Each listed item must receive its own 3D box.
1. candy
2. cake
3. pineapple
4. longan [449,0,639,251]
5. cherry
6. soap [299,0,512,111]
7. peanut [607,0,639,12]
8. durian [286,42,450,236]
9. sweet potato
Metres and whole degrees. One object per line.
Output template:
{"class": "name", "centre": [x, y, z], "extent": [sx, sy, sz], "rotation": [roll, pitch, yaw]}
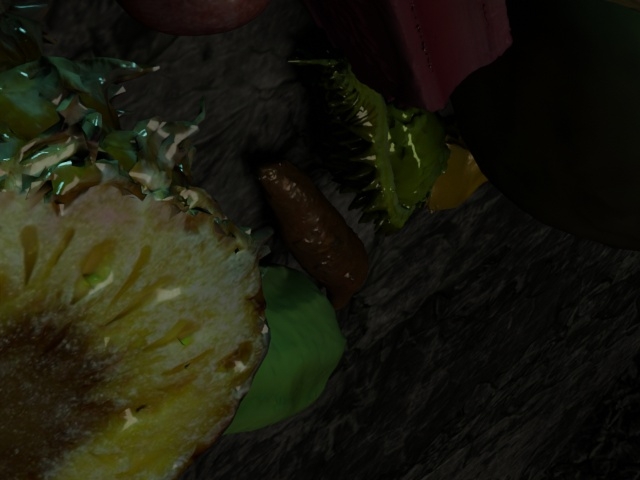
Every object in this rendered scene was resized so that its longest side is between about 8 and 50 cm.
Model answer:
{"class": "candy", "centre": [-0.108, 0.091, 1.035], "extent": [0.343, 0.142, 0.132], "rotation": [0, 113, -58]}
{"class": "cake", "centre": [0.169, -0.080, 1.302], "extent": [0.185, 0.080, 0.116], "rotation": [-24, 142, -48]}
{"class": "pineapple", "centre": [-0.219, 0.011, 0.575], "extent": [0.352, 0.300, 0.352], "rotation": [-36, 152, -23]}
{"class": "longan", "centre": [0.311, -0.191, 1.024], "extent": [0.436, 0.404, 0.404], "rotation": [-52, 155, 23]}
{"class": "cherry", "centre": [-0.112, -0.183, 0.740], "extent": [0.225, 0.090, 0.107], "rotation": [11, 133, -41]}
{"class": "soap", "centre": [0.048, -0.194, 0.863], "extent": [0.099, 0.162, 0.250], "rotation": [-45, 153, -7]}
{"class": "peanut", "centre": [0.132, -0.245, 0.680], "extent": [0.159, 0.291, 0.143], "rotation": [-20, 165, 10]}
{"class": "durian", "centre": [0.052, -0.081, 1.090], "extent": [0.132, 0.106, 0.375], "rotation": [-51, 158, -8]}
{"class": "sweet potato", "centre": [0.000, 0.000, 1.152], "extent": [0.066, 0.072, 0.314], "rotation": [-46, 156, -5]}
